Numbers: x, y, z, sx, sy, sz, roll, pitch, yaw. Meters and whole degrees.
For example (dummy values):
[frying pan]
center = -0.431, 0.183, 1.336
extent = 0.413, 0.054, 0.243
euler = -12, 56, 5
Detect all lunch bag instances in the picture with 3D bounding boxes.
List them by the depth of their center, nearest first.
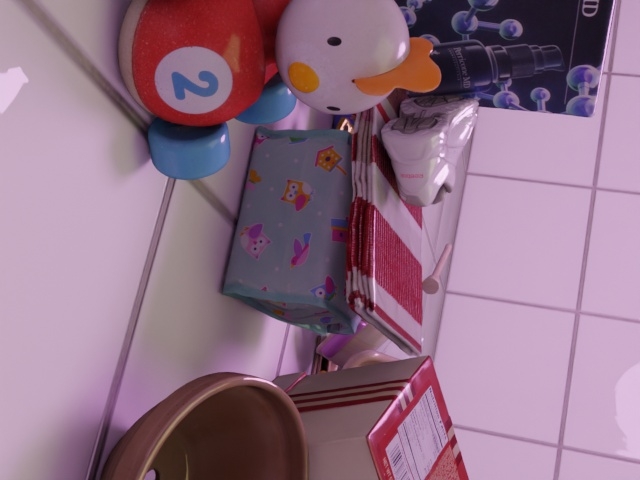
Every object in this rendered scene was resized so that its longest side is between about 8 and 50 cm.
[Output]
[lunch bag]
center = 0.000, 0.000, 1.083
extent = 0.262, 0.160, 0.223
euler = 38, 60, -66

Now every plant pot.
[plant pot]
center = -0.124, 0.231, 0.772
extent = 0.237, 0.110, 0.237
euler = -12, 105, -52

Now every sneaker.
[sneaker]
center = 0.131, -0.106, 1.012
extent = 0.232, 0.090, 0.115
euler = -42, 132, -56

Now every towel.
[towel]
center = 0.082, -0.044, 1.016
extent = 0.237, 0.037, 0.328
euler = 43, 46, -62

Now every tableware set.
[tableware set]
center = 0.013, 0.267, 1.497
extent = 0.128, 0.039, 0.194
euler = 33, 66, -74

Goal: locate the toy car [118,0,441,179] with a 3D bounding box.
[toy car]
center = -0.020, -0.159, 0.701
extent = 0.210, 0.238, 0.219
euler = -46, 146, -40

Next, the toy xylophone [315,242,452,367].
[toy xylophone]
center = 0.113, 0.087, 1.450
extent = 0.236, 0.081, 0.322
euler = -47, -176, 21

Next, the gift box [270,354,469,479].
[gift box]
center = 0.000, 0.284, 0.964
extent = 0.276, 0.258, 0.255
euler = -22, 96, -61

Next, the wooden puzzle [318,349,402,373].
[wooden puzzle]
center = 0.005, 0.323, 1.340
extent = 0.347, 0.081, 0.322
euler = -61, 162, -3

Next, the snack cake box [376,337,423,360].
[snack cake box]
center = 0.117, 0.279, 1.650
extent = 0.152, 0.089, 0.264
euler = -49, 158, -25

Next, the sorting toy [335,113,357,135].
[sorting toy]
center = 0.082, -0.153, 1.282
extent = 0.275, 0.046, 0.132
euler = 13, 90, -56

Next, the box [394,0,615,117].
[box]
center = 0.175, -0.349, 1.078
extent = 0.212, 0.396, 0.293
euler = -68, 159, -44

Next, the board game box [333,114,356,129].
[board game box]
center = 0.096, -0.322, 1.414
extent = 0.233, 0.078, 0.347
euler = -44, 140, -66
